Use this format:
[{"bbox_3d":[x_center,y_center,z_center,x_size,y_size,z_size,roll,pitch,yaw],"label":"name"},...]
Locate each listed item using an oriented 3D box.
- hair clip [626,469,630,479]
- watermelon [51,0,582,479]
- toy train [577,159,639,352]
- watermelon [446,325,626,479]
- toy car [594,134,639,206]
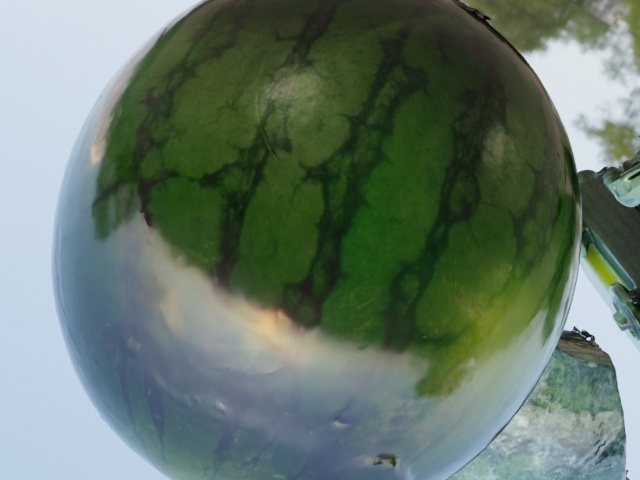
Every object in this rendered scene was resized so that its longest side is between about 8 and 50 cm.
[{"bbox_3d":[0.393,0.367,1.617,0.292,0.084,0.106,-107,-6,-52],"label":"hair clip"},{"bbox_3d":[0.000,-0.003,0.791,0.363,0.363,0.363,23,-157,-11],"label":"watermelon"},{"bbox_3d":[0.511,0.066,1.902,0.272,0.179,0.442,56,-174,-36],"label":"toy train"},{"bbox_3d":[0.192,0.174,1.305,0.228,0.387,0.258,-15,-139,7],"label":"watermelon"},{"bbox_3d":[0.276,-0.065,0.944,0.058,0.093,0.186,56,-146,0],"label":"toy car"}]
